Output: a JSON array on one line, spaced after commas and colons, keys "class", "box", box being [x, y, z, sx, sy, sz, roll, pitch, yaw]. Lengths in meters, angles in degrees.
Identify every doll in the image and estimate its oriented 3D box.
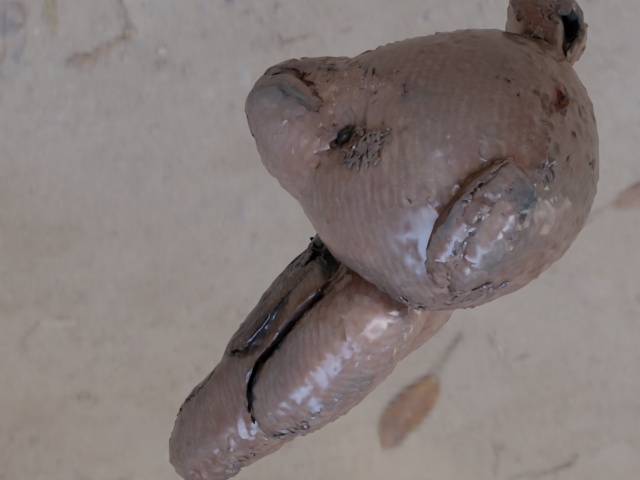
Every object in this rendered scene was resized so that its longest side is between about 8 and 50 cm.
[{"class": "doll", "box": [0.000, 0.000, 0.828, 0.156, 0.201, 0.303, 41, 125, -10]}]
